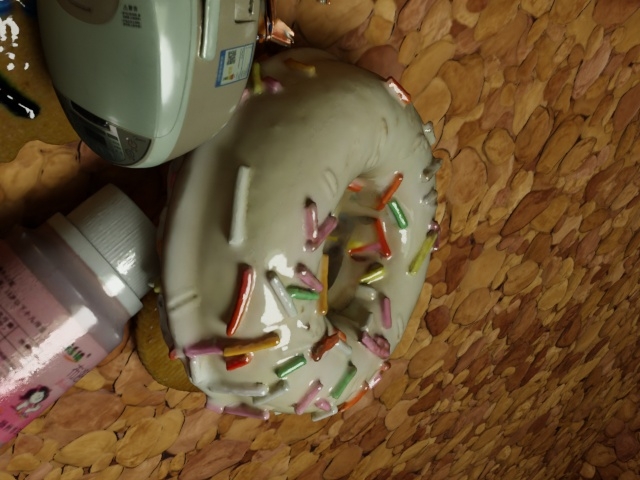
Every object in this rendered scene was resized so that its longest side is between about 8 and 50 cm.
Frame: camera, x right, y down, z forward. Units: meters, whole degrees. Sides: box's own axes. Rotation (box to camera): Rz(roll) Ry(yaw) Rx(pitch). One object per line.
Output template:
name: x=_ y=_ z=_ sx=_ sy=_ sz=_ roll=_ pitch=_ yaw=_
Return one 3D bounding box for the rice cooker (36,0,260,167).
rice cooker: x=-0.118 y=-0.153 z=0.524 sx=0.127 sy=0.145 sz=0.206 roll=-23 pitch=136 yaw=-51

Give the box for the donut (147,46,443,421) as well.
donut: x=0.000 y=0.000 z=0.745 sx=0.382 sy=0.142 sz=0.383 roll=-24 pitch=120 yaw=-52

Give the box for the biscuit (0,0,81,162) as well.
biscuit: x=-0.202 y=-0.191 z=0.556 sx=0.278 sy=0.043 sz=0.302 roll=9 pitch=118 yaw=-48

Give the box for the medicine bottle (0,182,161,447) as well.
medicine bottle: x=-0.250 y=0.063 z=0.667 sx=0.247 sy=0.147 sz=0.147 roll=-41 pitch=144 yaw=-15

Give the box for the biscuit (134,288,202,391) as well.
biscuit: x=-0.089 y=0.064 z=0.916 sx=0.305 sy=0.038 sz=0.305 roll=-26 pitch=140 yaw=-25

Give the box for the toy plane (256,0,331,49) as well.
toy plane: x=-0.057 y=-0.253 z=0.627 sx=0.135 sy=0.062 sz=0.189 roll=-4 pitch=113 yaw=-9
